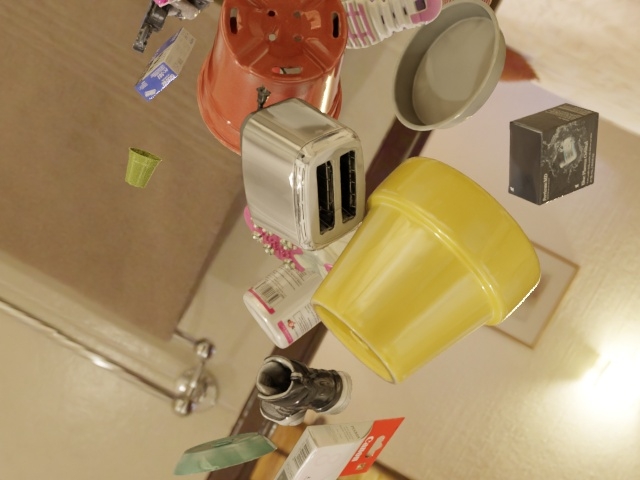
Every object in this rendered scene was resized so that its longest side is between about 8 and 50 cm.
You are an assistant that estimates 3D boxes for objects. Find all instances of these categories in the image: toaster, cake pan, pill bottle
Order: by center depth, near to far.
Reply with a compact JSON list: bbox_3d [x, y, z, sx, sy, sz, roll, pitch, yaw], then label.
[{"bbox_3d":[-0.022,-0.095,1.064,0.129,0.227,0.146,-27,-138,-31],"label":"toaster"},{"bbox_3d":[0.269,-0.360,1.607,0.054,0.293,0.293,21,-169,-36],"label":"cake pan"},{"bbox_3d":[-0.026,0.108,1.794,0.160,0.283,0.160,50,166,16],"label":"pill bottle"}]

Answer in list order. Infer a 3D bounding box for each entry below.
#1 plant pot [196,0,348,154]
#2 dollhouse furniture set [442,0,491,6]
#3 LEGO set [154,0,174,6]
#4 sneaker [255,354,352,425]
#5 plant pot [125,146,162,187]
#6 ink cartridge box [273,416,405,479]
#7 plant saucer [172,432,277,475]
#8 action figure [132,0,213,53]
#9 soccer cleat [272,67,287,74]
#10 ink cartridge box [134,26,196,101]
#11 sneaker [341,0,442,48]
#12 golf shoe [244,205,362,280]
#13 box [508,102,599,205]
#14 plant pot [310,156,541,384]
[{"bbox_3d":[-0.074,-0.304,1.301,0.272,0.272,0.265,27,165,-2],"label":"plant pot"},{"bbox_3d":[0.344,-0.600,1.889,0.152,0.201,0.374,19,-147,-2],"label":"dollhouse furniture set"},{"bbox_3d":[-0.294,-0.539,1.274,0.287,0.132,0.107,58,-159,-14],"label":"LEGO set"},{"bbox_3d":[-0.071,0.281,1.458,0.153,0.101,0.268,25,150,-30],"label":"sneaker"},{"bbox_3d":[-0.432,-0.171,1.839,0.083,0.079,0.083,22,-170,-4],"label":"plant pot"},{"bbox_3d":[0.042,0.421,1.463,0.232,0.189,0.066,7,-143,-30],"label":"ink cartridge box"},{"bbox_3d":[-0.109,0.236,0.860,0.119,0.021,0.119,-13,174,-2],"label":"plant saucer"},{"bbox_3d":[-0.308,-0.582,1.851,0.178,0.341,0.330,27,170,-28],"label":"action figure"},{"bbox_3d":[-0.117,-0.264,1.681,0.108,0.318,0.116,4,-133,11],"label":"soccer cleat"},{"bbox_3d":[-0.343,-0.394,1.707,0.046,0.097,0.207,45,-153,-24],"label":"ink cartridge box"},{"bbox_3d":[0.125,-0.446,1.520,0.236,0.095,0.104,-12,-162,15],"label":"sneaker"},{"bbox_3d":[0.000,0.000,1.456,0.306,0.140,0.115,32,152,10],"label":"golf shoe"},{"bbox_3d":[0.462,-0.172,1.526,0.158,0.156,0.093,-20,-149,-24],"label":"box"},{"bbox_3d":[0.126,0.056,1.044,0.254,0.239,0.254,42,167,12],"label":"plant pot"}]
